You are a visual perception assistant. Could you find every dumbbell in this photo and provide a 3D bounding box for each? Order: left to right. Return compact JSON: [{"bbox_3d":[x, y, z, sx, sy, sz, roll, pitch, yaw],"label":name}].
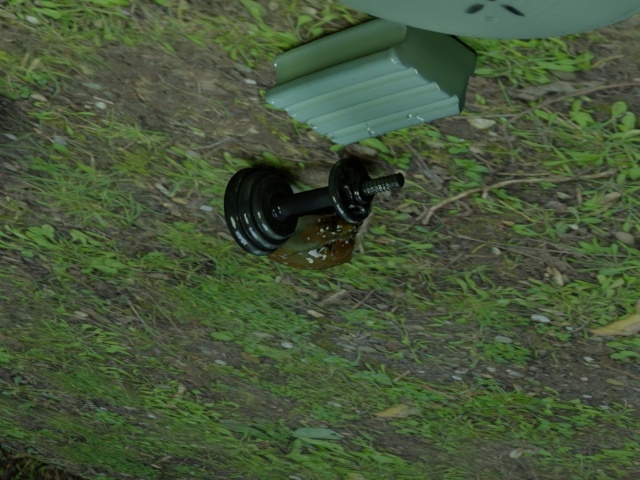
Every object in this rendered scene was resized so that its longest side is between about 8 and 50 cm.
[{"bbox_3d":[-0.010,-0.049,1.958,0.254,0.110,0.110,-11,148,36],"label":"dumbbell"}]

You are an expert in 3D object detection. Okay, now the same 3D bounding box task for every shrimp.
[{"bbox_3d":[0.001,-0.002,2.133,0.115,0.051,0.217,16,159,-25],"label":"shrimp"}]

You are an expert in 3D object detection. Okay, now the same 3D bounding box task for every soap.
[{"bbox_3d":[0.052,-0.163,1.672,0.119,0.066,0.198,27,155,-35],"label":"soap"}]

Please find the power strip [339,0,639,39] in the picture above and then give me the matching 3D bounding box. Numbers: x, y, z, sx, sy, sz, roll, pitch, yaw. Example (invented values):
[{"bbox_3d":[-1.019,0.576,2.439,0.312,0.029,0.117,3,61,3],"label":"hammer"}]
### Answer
[{"bbox_3d":[0.120,-0.289,1.190,0.357,0.161,0.357,10,159,4],"label":"power strip"}]
